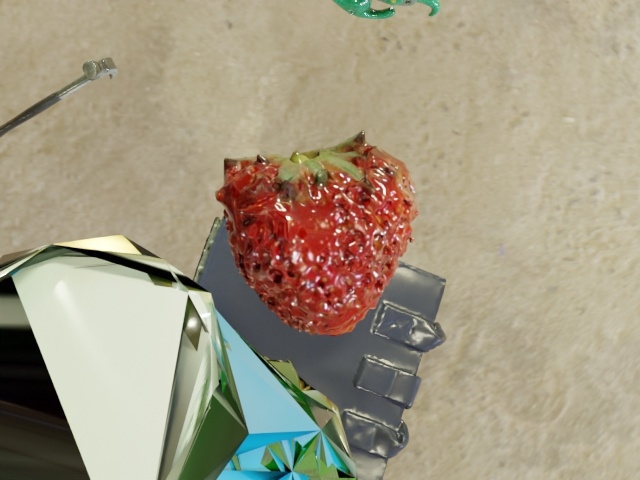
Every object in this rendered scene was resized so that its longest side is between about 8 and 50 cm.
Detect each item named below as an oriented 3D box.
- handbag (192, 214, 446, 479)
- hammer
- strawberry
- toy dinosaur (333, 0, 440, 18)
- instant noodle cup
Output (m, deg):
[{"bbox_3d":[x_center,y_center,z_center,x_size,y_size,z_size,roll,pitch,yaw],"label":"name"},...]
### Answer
[{"bbox_3d":[-0.022,0.145,1.457,0.329,0.122,0.303,20,79,-6],"label":"handbag"},{"bbox_3d":[-0.425,-0.224,1.836,0.246,0.103,0.029,-27,94,23],"label":"hammer"},{"bbox_3d":[0.000,0.000,1.115,0.184,0.187,0.201,3,108,29],"label":"strawberry"},{"bbox_3d":[0.080,-0.295,1.368,0.132,0.096,0.059,16,56,-5],"label":"toy dinosaur"},{"bbox_3d":[-0.108,0.121,0.609,0.240,0.178,0.240,-10,54,14],"label":"instant noodle cup"}]
